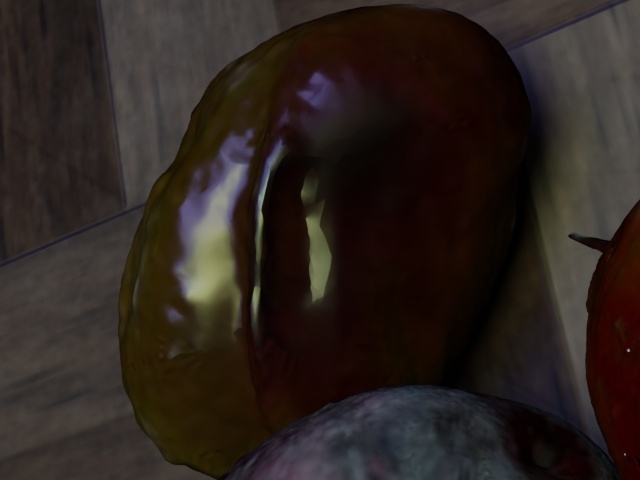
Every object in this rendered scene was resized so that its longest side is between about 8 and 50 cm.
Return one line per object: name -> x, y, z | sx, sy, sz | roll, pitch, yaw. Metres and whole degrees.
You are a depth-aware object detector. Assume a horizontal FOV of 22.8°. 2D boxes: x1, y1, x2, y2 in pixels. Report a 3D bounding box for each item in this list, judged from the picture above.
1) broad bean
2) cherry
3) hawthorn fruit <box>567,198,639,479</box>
broad bean -> 0.001, 0.000, 0.697 | 0.228, 0.156, 0.122 | -63, 16, 5
cherry -> 0.037, 0.144, 0.602 | 0.195, 0.195, 0.195 | -10, 70, 29
hawthorn fruit -> 0.177, 0.036, 0.576 | 0.235, 0.181, 0.181 | 19, 85, 54
